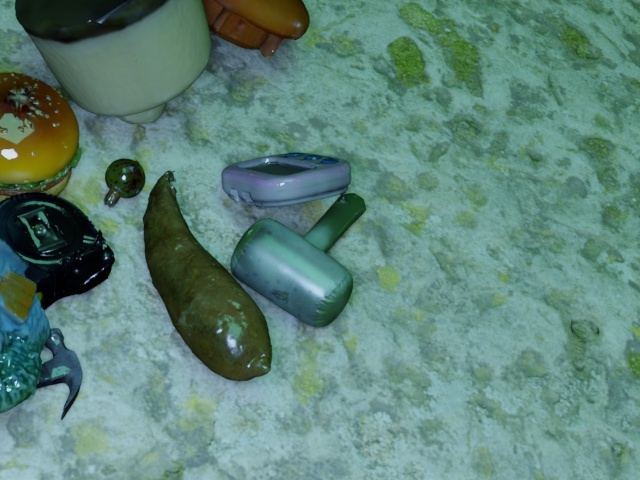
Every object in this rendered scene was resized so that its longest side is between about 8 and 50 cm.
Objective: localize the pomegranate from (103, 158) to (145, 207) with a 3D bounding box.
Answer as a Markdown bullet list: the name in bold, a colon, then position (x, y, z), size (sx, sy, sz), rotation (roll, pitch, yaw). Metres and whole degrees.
- **pomegranate**: position (-0.334, -0.100, 1.985), size (0.073, 0.073, 0.084), rotation (31, 46, 5)

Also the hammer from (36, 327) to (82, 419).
- **hammer**: position (-0.476, 0.221, 1.674), size (0.290, 0.037, 0.137), rotation (-17, 57, -33)

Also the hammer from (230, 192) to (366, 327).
- **hammer**: position (0.000, 0.000, 2.019), size (0.206, 0.119, 0.335), rotation (34, 41, 6)

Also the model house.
- **model house**: position (-0.519, 0.083, 1.583), size (0.261, 0.241, 0.226), rotation (1, 40, 5)

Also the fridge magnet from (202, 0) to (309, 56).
- **fridge magnet**: position (-0.183, -0.498, 2.276), size (0.363, 0.155, 0.363), rotation (33, 20, -14)

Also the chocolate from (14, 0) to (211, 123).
- **chocolate**: position (-0.334, -0.379, 2.068), size (0.326, 0.297, 0.314), rotation (-43, 47, -10)

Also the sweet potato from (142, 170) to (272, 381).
- **sweet potato**: position (-0.196, 0.065, 1.867), size (0.130, 0.130, 0.423), rotation (-11, 51, -30)

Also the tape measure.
- **tape measure**: position (-0.440, 0.013, 1.820), size (0.199, 0.112, 0.186), rotation (-28, 63, -39)

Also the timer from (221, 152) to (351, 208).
- **timer**: position (-0.059, -0.105, 2.040), size (0.191, 0.069, 0.208), rotation (-14, 18, -32)

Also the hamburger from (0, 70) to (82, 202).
- **hamburger**: position (-0.509, -0.175, 1.912), size (0.246, 0.170, 0.246), rotation (13, 48, -15)
